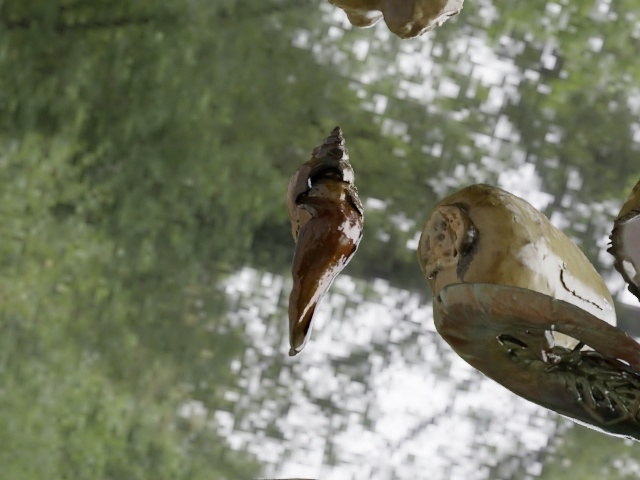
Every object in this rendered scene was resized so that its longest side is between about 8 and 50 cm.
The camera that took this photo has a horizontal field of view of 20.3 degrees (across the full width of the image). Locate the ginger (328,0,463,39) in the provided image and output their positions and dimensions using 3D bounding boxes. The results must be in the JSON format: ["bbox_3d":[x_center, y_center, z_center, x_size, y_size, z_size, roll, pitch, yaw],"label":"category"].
[{"bbox_3d":[0.097,-0.303,1.693,0.270,0.123,0.218,-1,-75,32],"label":"ginger"}]

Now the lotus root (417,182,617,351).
[{"bbox_3d":[0.196,0.055,1.731,0.146,0.284,0.160,-22,-129,33],"label":"lotus root"}]

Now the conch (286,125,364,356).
[{"bbox_3d":[0.005,-0.003,1.818,0.086,0.080,0.232,95,-6,-63],"label":"conch"}]

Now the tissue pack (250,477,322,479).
[{"bbox_3d":[-0.152,0.340,1.408,0.375,0.195,0.390,-38,176,-22],"label":"tissue pack"}]

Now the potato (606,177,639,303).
[{"bbox_3d":[0.357,-0.050,1.316,0.266,0.229,0.229,-61,-167,-27],"label":"potato"}]

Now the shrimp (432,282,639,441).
[{"bbox_3d":[0.193,0.094,1.249,0.143,0.251,0.052,111,0,-66],"label":"shrimp"}]
